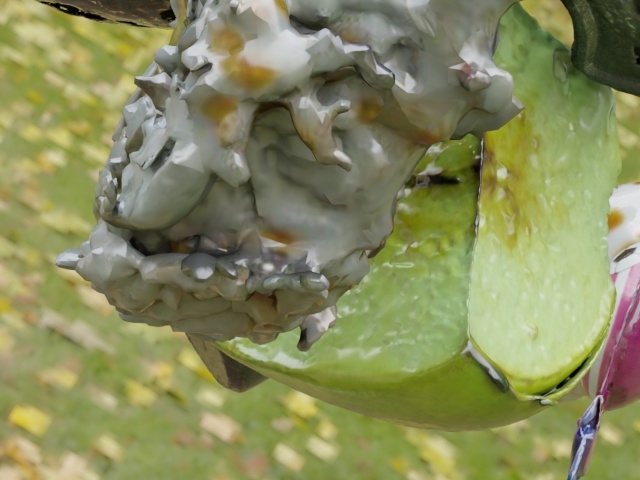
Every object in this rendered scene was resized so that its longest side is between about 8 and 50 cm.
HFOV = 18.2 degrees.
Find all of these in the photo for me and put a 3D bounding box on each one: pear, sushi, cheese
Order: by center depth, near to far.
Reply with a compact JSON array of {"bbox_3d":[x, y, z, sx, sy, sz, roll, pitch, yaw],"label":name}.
[{"bbox_3d":[0.007,-0.131,0.973,0.176,0.417,0.417,17,11,-4],"label":"sushi"},{"bbox_3d":[0.036,-0.001,1.269,0.282,0.286,0.176,-10,-29,32],"label":"pear"},{"bbox_3d":[0.215,0.091,1.462,0.062,0.244,0.155,19,-28,14],"label":"cheese"}]

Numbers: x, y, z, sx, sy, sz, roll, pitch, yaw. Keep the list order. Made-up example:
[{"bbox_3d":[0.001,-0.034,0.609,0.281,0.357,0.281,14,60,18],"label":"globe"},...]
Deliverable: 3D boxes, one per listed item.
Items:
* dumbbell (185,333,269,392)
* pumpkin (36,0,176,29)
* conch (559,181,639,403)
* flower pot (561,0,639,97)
[{"bbox_3d":[0.000,0.000,2.083,0.204,0.322,0.204,57,-13,21],"label":"dumbbell"},{"bbox_3d":[-0.154,-0.375,1.714,0.454,0.344,0.454,15,-32,9],"label":"pumpkin"},{"bbox_3d":[0.267,0.047,1.666,0.148,0.275,0.183,-10,55,-15],"label":"conch"},{"bbox_3d":[0.188,-0.180,1.154,0.103,0.108,0.229,15,-23,25],"label":"flower pot"}]
